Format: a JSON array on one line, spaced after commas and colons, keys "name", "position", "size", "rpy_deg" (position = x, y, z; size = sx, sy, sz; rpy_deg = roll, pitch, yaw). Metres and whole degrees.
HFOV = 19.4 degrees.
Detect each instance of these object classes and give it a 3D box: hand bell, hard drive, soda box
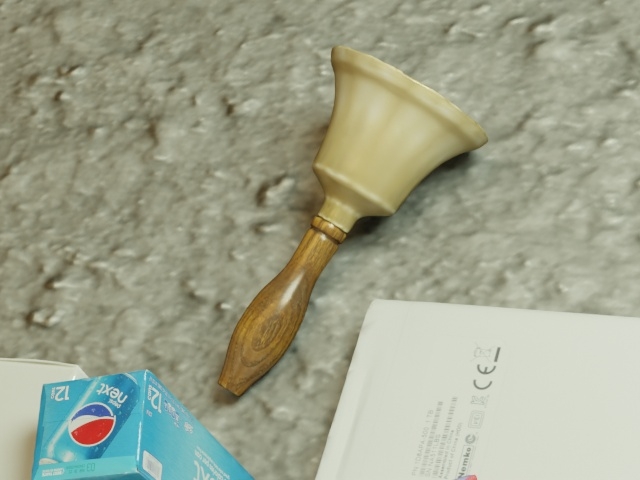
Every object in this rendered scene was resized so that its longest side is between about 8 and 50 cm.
[{"name": "hand bell", "position": [0.000, 0.000, 1.288], "size": [0.126, 0.126, 0.242], "rpy_deg": [29, 85, 35]}, {"name": "hard drive", "position": [0.155, 0.142, 1.148], "size": [0.319, 0.040, 0.210], "rpy_deg": [4, 59, 26]}, {"name": "soda box", "position": [-0.095, 0.157, 1.142], "size": [0.071, 0.210, 0.067], "rpy_deg": [-9, 56, 19]}]

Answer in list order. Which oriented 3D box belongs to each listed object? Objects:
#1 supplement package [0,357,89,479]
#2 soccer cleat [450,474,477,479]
[{"name": "supplement package", "position": [-0.229, 0.237, 1.170], "size": [0.175, 0.177, 0.293], "rpy_deg": [2, 61, 24]}, {"name": "soccer cleat", "position": [0.117, 0.226, 1.028], "size": [0.095, 0.083, 0.248], "rpy_deg": [-26, 51, -26]}]
